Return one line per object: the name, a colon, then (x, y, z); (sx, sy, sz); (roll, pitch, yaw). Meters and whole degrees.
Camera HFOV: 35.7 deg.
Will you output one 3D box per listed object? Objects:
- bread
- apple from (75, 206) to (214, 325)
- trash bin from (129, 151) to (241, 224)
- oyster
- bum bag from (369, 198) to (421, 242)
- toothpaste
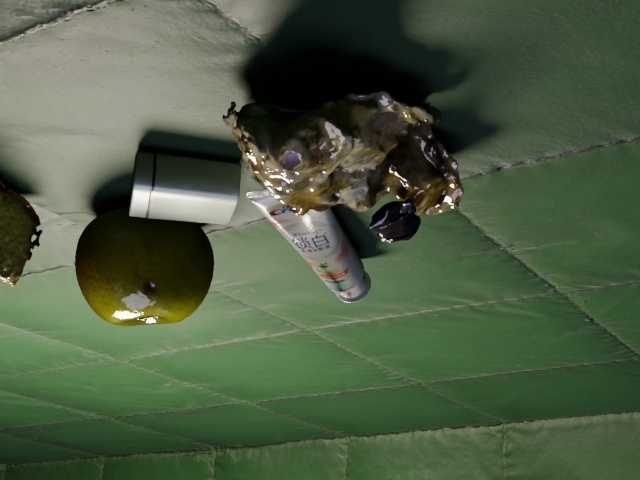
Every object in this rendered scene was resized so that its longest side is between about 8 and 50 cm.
bread: (-0.484, -0.035, 1.269); (0.134, 0.129, 0.260); (1, 159, 22)
apple: (-0.248, 0.039, 1.397); (0.197, 0.156, 0.196); (-2, 166, -1)
trash bin: (-0.174, -0.063, 1.259); (0.130, 0.059, 0.116); (6, 160, -12)
oyster: (0.020, -0.088, 1.094); (0.238, 0.114, 0.351); (-4, 173, 16)
bum bag: (0.084, -0.022, 1.117); (0.058, 0.034, 0.124); (-27, 164, 3)
toothpaste: (0.000, 0.000, 1.411); (0.100, 0.066, 0.323); (-8, 152, 17)
